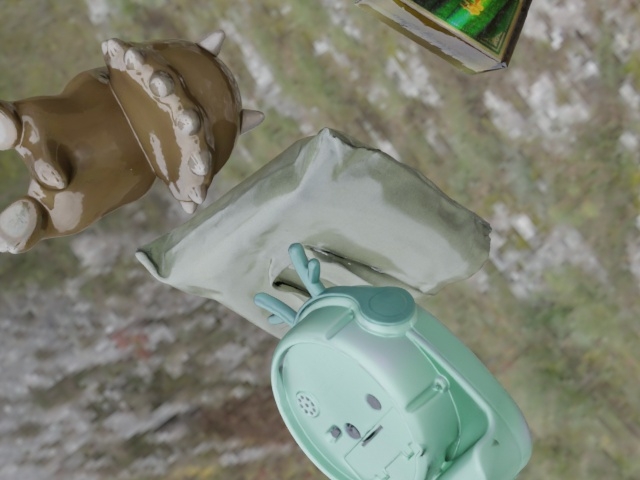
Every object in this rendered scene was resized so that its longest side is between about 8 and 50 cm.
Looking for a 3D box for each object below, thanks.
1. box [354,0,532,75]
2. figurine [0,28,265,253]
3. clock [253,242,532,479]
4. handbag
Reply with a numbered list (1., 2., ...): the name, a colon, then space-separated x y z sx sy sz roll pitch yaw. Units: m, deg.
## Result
1. box: 0.152 -0.309 1.602 0.159 0.240 0.071 29 161 -22
2. figurine: -0.174 -0.101 1.443 0.173 0.247 0.177 -9 94 47
3. clock: 0.031 0.101 1.029 0.211 0.066 0.159 47 144 10
4. handbag: 0.001 0.003 1.605 0.253 0.109 0.316 29 137 -30
